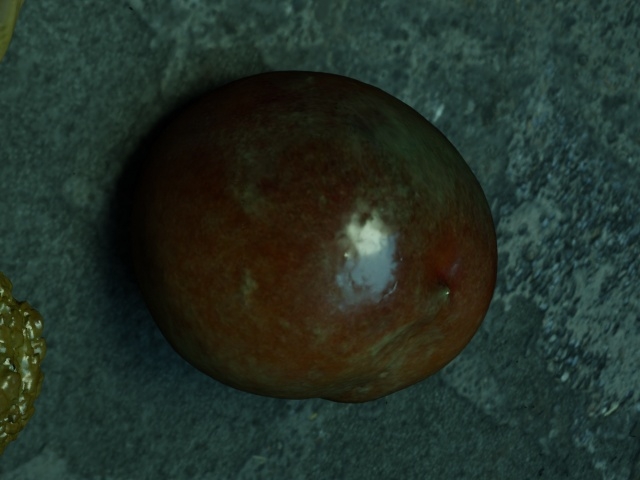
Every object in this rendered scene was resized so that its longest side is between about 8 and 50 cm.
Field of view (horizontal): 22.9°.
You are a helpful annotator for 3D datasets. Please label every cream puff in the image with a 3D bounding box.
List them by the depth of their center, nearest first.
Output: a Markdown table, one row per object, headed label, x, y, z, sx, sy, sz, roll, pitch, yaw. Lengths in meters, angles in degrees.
| label | x | y | z | sx | sy | sz | roll | pitch | yaw |
| --- | --- | --- | --- | --- | --- | --- | --- | --- | --- |
| cream puff | -0.246 | 0.086 | 1.006 | 0.150 | 0.115 | 0.165 | -21 | 122 | -30 |

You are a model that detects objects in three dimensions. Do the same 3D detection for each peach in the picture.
| label | x | y | z | sx | sy | sz | roll | pitch | yaw |
| --- | --- | --- | --- | --- | --- | --- | --- | --- | --- |
| peach | 0.000 | 0.000 | 1.099 | 0.252 | 0.252 | 0.252 | -19 | 122 | -34 |

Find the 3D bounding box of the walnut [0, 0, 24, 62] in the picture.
| label | x | y | z | sx | sy | sz | roll | pitch | yaw |
| --- | --- | --- | --- | --- | --- | --- | --- | --- | --- |
| walnut | -0.253 | -0.154 | 0.819 | 0.225 | 0.225 | 0.261 | -5 | 119 | -40 |
